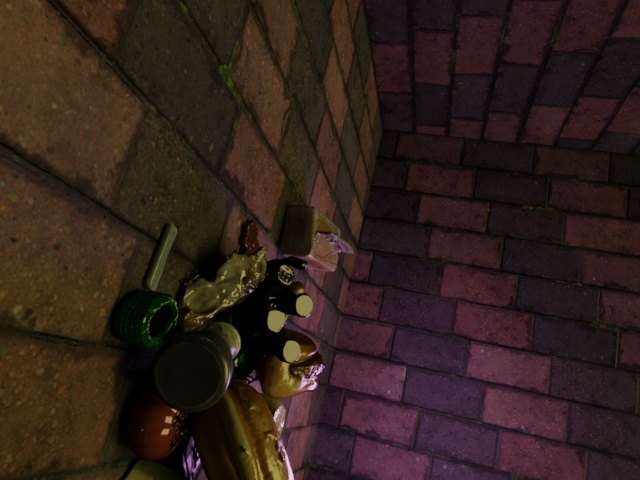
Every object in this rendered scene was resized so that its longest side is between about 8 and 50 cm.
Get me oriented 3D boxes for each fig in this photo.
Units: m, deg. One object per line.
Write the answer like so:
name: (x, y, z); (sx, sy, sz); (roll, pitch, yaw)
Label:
fig: (-0.110, 0.219, 2.147); (0.088, 0.074, 0.073); (-20, 119, -55)

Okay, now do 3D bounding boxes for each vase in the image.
vase: (-0.280, 0.287, 1.208); (0.321, 0.174, 0.173); (-14, 113, -88)

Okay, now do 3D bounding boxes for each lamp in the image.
lamp: (-0.370, 0.426, 1.158); (0.182, 0.140, 0.181); (9, 90, -80)

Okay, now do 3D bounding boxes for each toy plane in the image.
toy plane: (-0.281, 0.385, 1.563); (0.382, 0.107, 0.155); (11, 82, -74)

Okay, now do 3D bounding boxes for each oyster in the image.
oyster: (-0.269, 0.122, 1.339); (0.337, 0.133, 0.197); (-37, 169, -43)

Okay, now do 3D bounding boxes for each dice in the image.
dice: (-0.231, 0.653, 1.758); (0.169, 0.169, 0.166); (81, 22, -49)

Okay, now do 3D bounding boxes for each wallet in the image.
wallet: (-0.379, 0.602, 1.420); (0.168, 0.052, 0.245); (-52, 146, -68)

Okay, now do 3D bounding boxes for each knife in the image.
knife: (-0.371, 0.040, 1.143); (0.044, 0.023, 0.162); (62, 40, -63)

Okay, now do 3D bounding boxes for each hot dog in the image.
hot dog: (-0.109, 0.426, 1.721); (0.405, 0.223, 0.185); (-178, -82, -78)

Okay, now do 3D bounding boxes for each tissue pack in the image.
tissue pack: (0.000, 0.000, 2.035); (0.305, 0.239, 0.238); (37, 63, -63)

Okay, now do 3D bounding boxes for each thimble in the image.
thimble: (-0.377, 0.170, 1.067); (0.118, 0.090, 0.130); (78, 26, -45)

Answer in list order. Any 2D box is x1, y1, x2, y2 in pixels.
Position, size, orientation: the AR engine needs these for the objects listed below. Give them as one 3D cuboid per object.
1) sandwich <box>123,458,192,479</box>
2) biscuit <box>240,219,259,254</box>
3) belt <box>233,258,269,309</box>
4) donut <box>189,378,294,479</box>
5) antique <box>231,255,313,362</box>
sandwich: (-0.411, 0.655, 1.226); (0.186, 0.220, 0.108); (-46, -170, 35)
biscuit: (-0.237, 0.017, 1.628); (0.124, 0.026, 0.174); (-52, 148, -64)
belt: (-0.231, 0.161, 1.688); (0.071, 0.053, 0.232); (82, 22, -51)
donut: (-0.209, 0.565, 1.281); (0.198, 0.449, 0.448); (-19, 134, -21)
antique: (-0.168, 0.205, 1.506); (0.185, 0.255, 0.322); (24, 70, -35)
